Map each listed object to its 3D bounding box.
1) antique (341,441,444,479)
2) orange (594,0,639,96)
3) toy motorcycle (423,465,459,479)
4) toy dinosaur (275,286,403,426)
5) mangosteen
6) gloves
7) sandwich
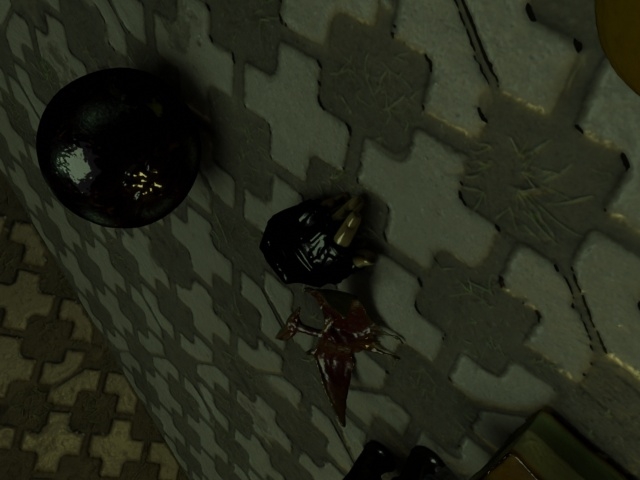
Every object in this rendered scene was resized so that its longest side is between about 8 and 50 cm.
[{"bbox_3d":[0.127,0.502,1.039,0.322,0.255,0.185,-14,105,52],"label":"antique"},{"bbox_3d":[0.287,-0.161,0.305,0.279,0.235,0.279,25,138,25],"label":"orange"},{"bbox_3d":[0.223,0.431,0.813,0.260,0.110,0.171,47,160,20],"label":"toy motorcycle"},{"bbox_3d":[0.030,0.176,0.970,0.207,0.112,0.327,26,142,-11],"label":"toy dinosaur"},{"bbox_3d":[-0.347,-0.164,1.041,0.288,0.288,0.287,31,139,31],"label":"mangosteen"},{"bbox_3d":[0.000,0.000,0.900,0.164,0.124,0.203,36,154,-3],"label":"gloves"},{"bbox_3d":[0.310,0.366,0.828,0.186,0.108,0.220,42,144,19],"label":"sandwich"}]
